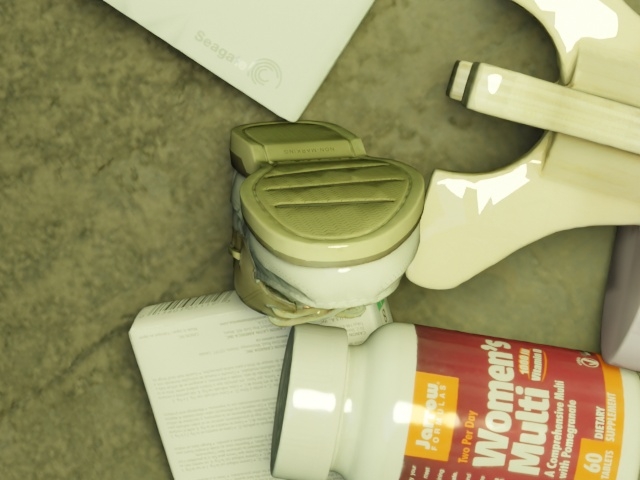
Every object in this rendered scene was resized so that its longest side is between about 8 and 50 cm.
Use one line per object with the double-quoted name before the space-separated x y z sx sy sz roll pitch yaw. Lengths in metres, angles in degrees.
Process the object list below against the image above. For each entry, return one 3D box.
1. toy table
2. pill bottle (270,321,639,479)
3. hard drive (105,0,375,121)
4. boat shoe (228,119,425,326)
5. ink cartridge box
"toy table" 0.159 -0.072 0.949 0.160 0.252 0.274 15 86 0
"pill bottle" 0.084 0.118 0.998 0.221 0.121 0.121 9 95 -4
"hard drive" -0.021 -0.255 1.022 0.203 0.040 0.307 33 115 -3
"boat shoe" 0.000 0.000 0.973 0.113 0.302 0.103 -2 105 -5
"ink cartridge box" -0.020 0.141 1.113 0.181 0.056 0.225 -10 108 17
